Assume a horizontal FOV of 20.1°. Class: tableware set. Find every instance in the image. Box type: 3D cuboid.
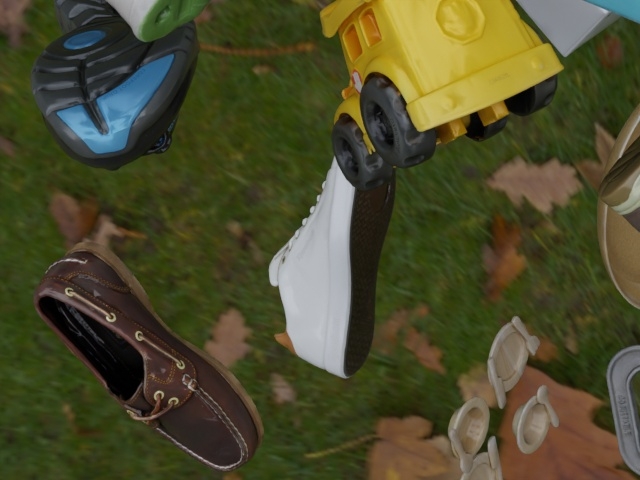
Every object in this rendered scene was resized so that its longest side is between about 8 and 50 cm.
[{"bbox_3d":[0.155,0.159,1.564,0.020,0.141,0.168,14,52,35],"label":"tableware set"}]

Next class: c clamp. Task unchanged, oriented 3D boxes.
[{"bbox_3d":[0.342,0.156,1.724,0.137,0.022,0.160,-1,106,22],"label":"c clamp"}]

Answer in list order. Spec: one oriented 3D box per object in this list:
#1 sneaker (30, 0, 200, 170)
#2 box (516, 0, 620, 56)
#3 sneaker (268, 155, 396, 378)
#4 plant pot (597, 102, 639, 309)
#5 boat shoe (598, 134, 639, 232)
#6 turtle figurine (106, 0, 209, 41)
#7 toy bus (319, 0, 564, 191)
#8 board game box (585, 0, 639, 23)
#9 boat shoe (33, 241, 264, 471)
[{"bbox_3d":[-0.146,-0.116,1.413,0.125,0.341,0.139,-11,113,2],"label":"sneaker"},{"bbox_3d":[0.233,-0.282,1.680,0.130,0.091,0.170,-35,84,-28],"label":"box"},{"bbox_3d":[0.000,0.000,1.916,0.123,0.106,0.290,19,113,26],"label":"sneaker"},{"bbox_3d":[0.322,-0.051,1.606,0.032,0.236,0.236,26,88,44],"label":"plant pot"},{"bbox_3d":[0.195,-0.058,0.830,0.152,0.056,0.049,-43,101,0],"label":"boat shoe"},{"bbox_3d":[-0.148,-0.264,1.116,0.266,0.275,0.197,39,107,18],"label":"turtle figurine"},{"bbox_3d":[0.066,-0.166,1.467,0.149,0.220,0.211,-26,88,-20],"label":"toy bus"},{"bbox_3d":[0.236,-0.128,0.443,0.336,0.079,0.253,27,125,27],"label":"board game box"},{"bbox_3d":[-0.127,0.096,1.302,0.207,0.073,0.073,45,121,-9],"label":"boat shoe"}]
